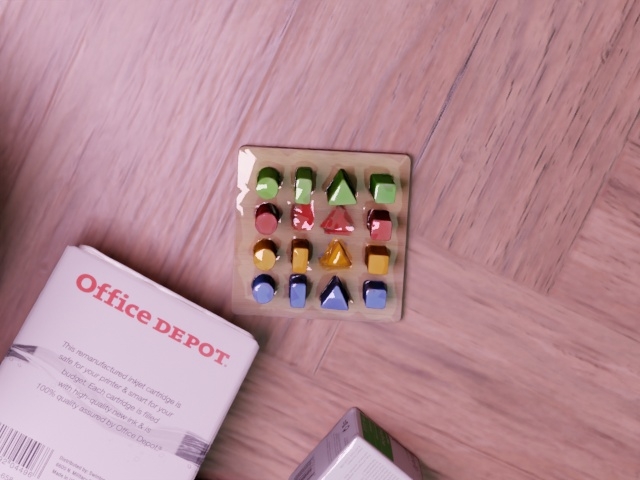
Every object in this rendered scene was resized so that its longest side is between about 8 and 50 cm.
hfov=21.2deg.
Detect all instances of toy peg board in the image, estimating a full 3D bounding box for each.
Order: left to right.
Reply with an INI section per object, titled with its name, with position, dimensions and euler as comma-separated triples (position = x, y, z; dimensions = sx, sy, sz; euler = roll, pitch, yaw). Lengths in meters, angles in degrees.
[toy peg board]
position = 0.000, 0.000, 1.574
dimensions = 0.161, 0.079, 0.160
euler = 3, 100, -1

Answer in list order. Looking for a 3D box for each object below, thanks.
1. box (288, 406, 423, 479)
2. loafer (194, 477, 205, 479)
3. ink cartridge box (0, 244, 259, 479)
[box]
position = 0.033, 0.230, 1.604
dimensions = 0.087, 0.101, 0.102
euler = 41, 97, -8
[loafer]
position = -0.099, 0.277, 1.632
dimensions = 0.220, 0.080, 0.078
euler = 16, 122, 6
[ink cartridge box]
position = -0.204, 0.170, 1.533
dimensions = 0.197, 0.114, 0.272
euler = 29, 74, -5
